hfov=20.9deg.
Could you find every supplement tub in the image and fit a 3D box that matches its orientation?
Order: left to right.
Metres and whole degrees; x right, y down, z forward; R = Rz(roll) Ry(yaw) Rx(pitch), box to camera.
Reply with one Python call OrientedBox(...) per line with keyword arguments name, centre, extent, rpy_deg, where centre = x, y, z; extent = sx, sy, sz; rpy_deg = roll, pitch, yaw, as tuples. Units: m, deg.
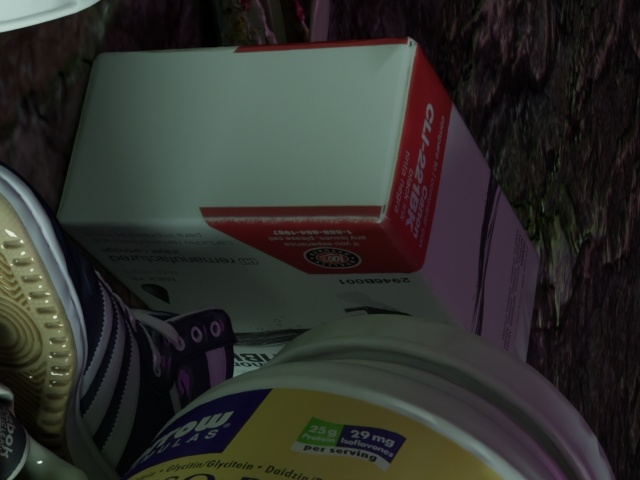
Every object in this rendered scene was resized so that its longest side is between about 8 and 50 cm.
OrientedBox(name="supplement tub", centre=(-0.013, 0.200, 0.737), extent=(0.331, 0.241, 0.241), rpy_deg=(-50, 134, -52))

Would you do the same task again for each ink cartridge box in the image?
OrientedBox(name="ink cartridge box", centre=(0.000, 0.000, 1.032), extent=(0.273, 0.197, 0.114), rpy_deg=(50, 45, -57))

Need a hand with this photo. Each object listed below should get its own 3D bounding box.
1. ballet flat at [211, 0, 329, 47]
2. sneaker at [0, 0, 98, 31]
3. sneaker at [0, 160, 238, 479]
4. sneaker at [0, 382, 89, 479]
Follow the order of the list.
OrientedBox(name="ballet flat", centre=(-0.036, -0.186, 1.117), extent=(0.091, 0.077, 0.241), rpy_deg=(-53, 136, -56))
OrientedBox(name="sneaker", centre=(-0.174, -0.160, 0.720), extent=(0.296, 0.104, 0.147), rpy_deg=(-31, 122, -58))
OrientedBox(name="sneaker", centre=(-0.121, 0.041, 0.858), extent=(0.153, 0.099, 0.282), rpy_deg=(-61, 150, -43))
OrientedBox(name="sneaker", centre=(-0.182, 0.063, 0.717), extent=(0.235, 0.094, 0.090), rpy_deg=(52, 43, -54))
